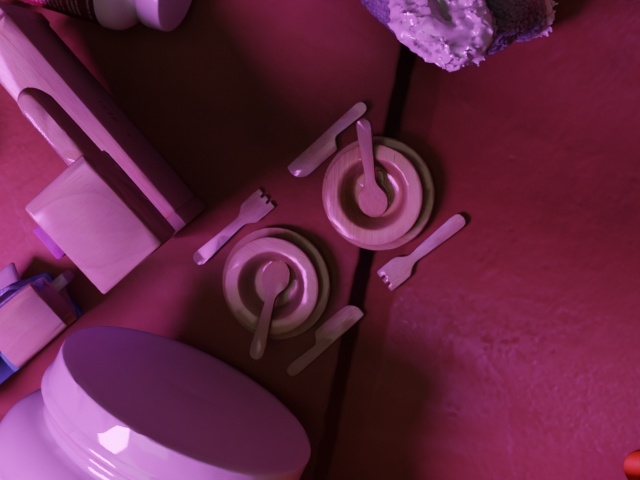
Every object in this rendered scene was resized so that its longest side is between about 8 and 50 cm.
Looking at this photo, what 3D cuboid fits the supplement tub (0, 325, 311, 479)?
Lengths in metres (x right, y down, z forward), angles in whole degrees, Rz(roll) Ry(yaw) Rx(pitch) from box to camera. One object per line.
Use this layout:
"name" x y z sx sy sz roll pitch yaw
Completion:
"supplement tub" -0.160 0.245 0.893 0.228 0.228 0.316 29 102 11

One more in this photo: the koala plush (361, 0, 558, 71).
"koala plush" 0.056 -0.202 0.816 0.221 0.196 0.203 43 117 7

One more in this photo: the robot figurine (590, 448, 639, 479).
"robot figurine" 0.263 0.249 0.830 0.128 0.158 0.219 -31 87 39

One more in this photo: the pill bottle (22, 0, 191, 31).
"pill bottle" -0.175 -0.209 0.921 0.152 0.086 0.086 19 101 13

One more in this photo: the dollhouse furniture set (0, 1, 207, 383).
"dollhouse furniture set" -0.267 0.009 0.852 0.303 0.286 0.198 -41 94 5

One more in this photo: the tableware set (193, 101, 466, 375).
"tableware set" 0.000 0.000 0.920 0.194 0.039 0.128 -42 84 16
